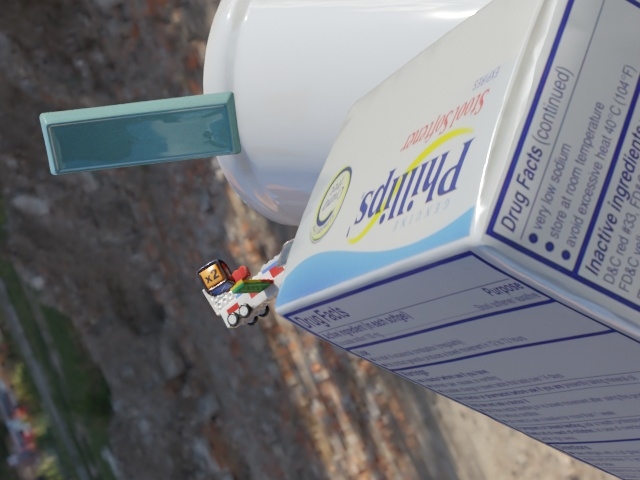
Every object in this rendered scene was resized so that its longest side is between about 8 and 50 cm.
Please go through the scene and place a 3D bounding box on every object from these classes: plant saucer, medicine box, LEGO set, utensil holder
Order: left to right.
[{"bbox_3d":[-0.177,-0.103,1.271,0.018,0.192,0.067,-97,1,-64],"label":"plant saucer"},{"bbox_3d":[0.000,0.000,1.076,0.060,0.244,0.182,60,158,17],"label":"LEGO set"},{"bbox_3d":[0.125,-0.169,1.372,0.385,0.327,0.328,4,121,37],"label":"utensil holder"},{"bbox_3d":[0.160,0.017,0.676,0.289,0.149,0.263,27,163,-14],"label":"medicine box"}]
